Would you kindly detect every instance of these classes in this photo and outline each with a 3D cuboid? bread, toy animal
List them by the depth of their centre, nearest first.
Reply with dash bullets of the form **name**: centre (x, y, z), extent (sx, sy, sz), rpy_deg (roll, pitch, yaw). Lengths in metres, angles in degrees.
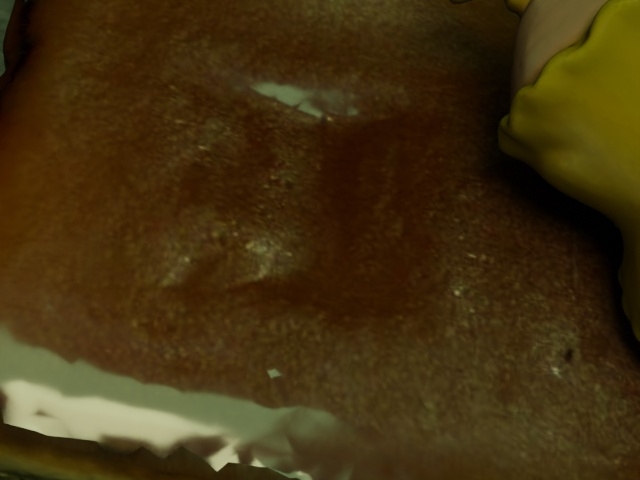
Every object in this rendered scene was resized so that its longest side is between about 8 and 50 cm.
- **toy animal**: centre (0.153, -0.047, 0.533), extent (0.230, 0.156, 0.156), rpy_deg (43, 51, 14)
- **bread**: centre (0.000, 0.000, 0.614), extent (0.333, 0.143, 0.324), rpy_deg (14, 51, -11)
